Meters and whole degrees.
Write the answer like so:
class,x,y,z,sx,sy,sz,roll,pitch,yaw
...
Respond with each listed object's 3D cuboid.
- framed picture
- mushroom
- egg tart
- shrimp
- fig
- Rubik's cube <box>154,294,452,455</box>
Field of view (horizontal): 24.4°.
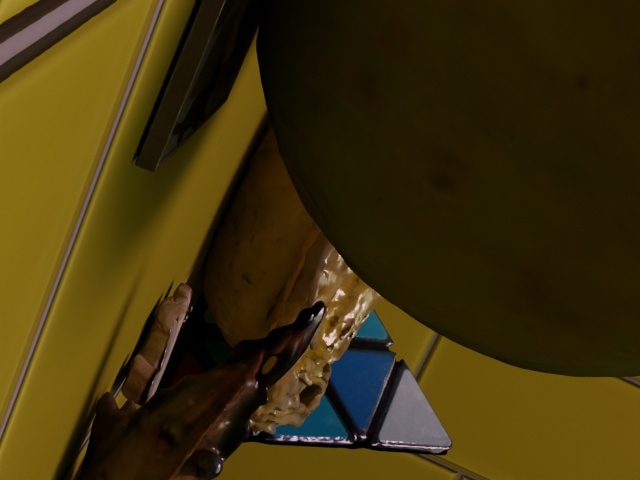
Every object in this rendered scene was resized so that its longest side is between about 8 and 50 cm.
class,x,y,z,sx,sy,sz,roll,pitch,yaw
framed picture,-0.013,-0.130,0.545,0.136,0.010,0.201,-62,177,-72
mushroom,-0.091,0.058,0.830,0.101,0.019,0.049,-70,-176,-59
egg tart,0.000,0.000,1.062,0.288,0.118,0.288,24,90,-83
shrimp,-0.090,0.103,0.753,0.262,0.066,0.117,-51,-160,20
fig,0.102,-0.063,0.586,0.271,0.239,0.239,54,-49,41
Rubik's cube,-0.005,0.131,1.177,0.250,0.234,0.284,-63,178,-70
